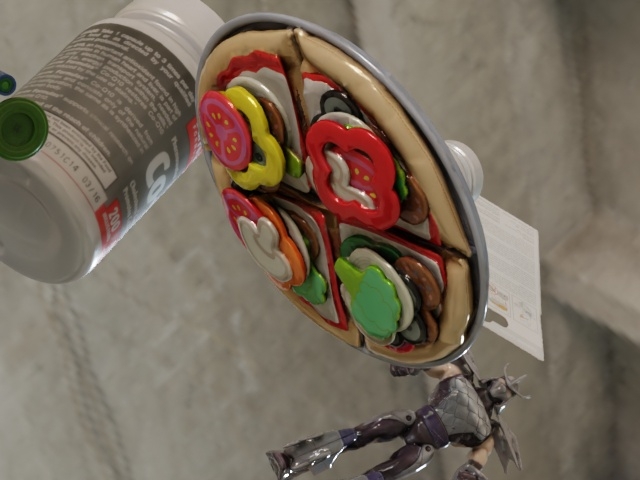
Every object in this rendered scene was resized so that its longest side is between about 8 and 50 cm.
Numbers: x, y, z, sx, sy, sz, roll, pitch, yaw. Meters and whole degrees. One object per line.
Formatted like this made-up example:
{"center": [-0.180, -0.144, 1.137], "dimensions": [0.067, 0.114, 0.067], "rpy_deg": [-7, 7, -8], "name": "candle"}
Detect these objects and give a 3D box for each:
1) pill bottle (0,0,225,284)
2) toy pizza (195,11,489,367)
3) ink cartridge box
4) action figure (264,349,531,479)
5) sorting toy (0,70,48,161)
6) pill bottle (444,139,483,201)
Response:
{"center": [-0.198, -0.105, 1.513], "dimensions": [0.161, 0.283, 0.161], "rpy_deg": [22, -42, 21], "name": "pill bottle"}
{"center": [0.000, -0.017, 0.803], "dimensions": [0.201, 0.032, 0.201], "rpy_deg": [35, -36, 30], "name": "toy pizza"}
{"center": [0.181, 0.034, 1.974], "dimensions": [0.189, 0.232, 0.066], "rpy_deg": [30, -48, -21], "name": "ink cartridge box"}
{"center": [0.094, 0.201, 1.659], "dimensions": [0.185, 0.285, 0.099], "rpy_deg": [60, -17, 17], "name": "action figure"}
{"center": [-0.262, -0.105, 1.277], "dimensions": [0.102, 0.061, 0.042], "rpy_deg": [27, 1, -32], "name": "sorting toy"}
{"center": [0.072, -0.043, 1.422], "dimensions": [0.087, 0.160, 0.087], "rpy_deg": [11, -72, 36], "name": "pill bottle"}
